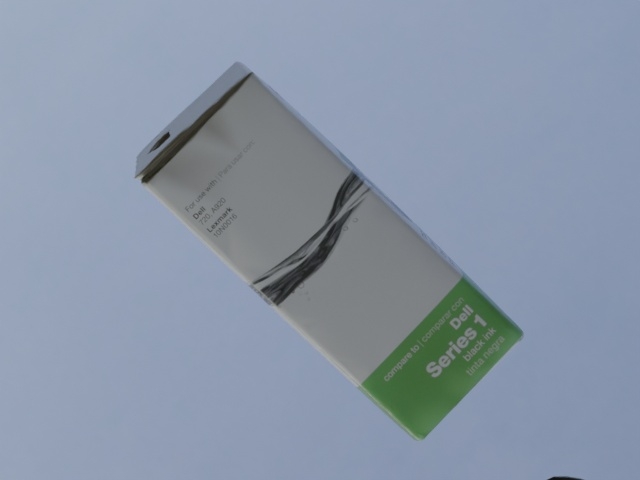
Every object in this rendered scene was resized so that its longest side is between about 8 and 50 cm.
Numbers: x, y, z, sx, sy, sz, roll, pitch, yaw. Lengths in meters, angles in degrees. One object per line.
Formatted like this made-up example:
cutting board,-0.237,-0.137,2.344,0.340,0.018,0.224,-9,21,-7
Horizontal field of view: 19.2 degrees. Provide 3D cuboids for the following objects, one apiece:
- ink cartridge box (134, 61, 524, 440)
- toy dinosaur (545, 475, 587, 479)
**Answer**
ink cartridge box,0.000,0.000,1.119,0.092,0.219,0.160,-46,-170,1
toy dinosaur,0.209,0.001,0.503,0.313,0.160,0.121,-6,-145,5
